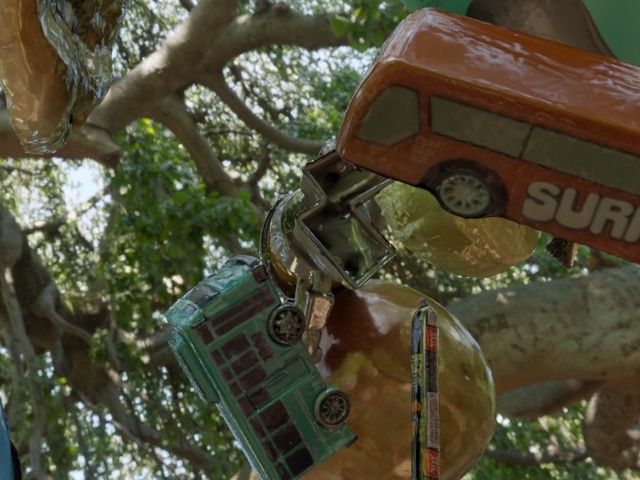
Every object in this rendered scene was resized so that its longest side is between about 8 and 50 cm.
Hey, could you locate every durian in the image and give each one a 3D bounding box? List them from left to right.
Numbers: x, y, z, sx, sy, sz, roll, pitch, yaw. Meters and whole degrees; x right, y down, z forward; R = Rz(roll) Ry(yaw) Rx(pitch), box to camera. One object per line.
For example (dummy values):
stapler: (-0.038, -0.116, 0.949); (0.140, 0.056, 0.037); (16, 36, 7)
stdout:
durian: (0.431, 0.010, 1.127); (0.066, 0.052, 0.130); (-25, -35, -2)

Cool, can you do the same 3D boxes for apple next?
apple: (0.085, 0.224, 0.973); (0.305, 0.338, 0.338); (26, -58, -20)

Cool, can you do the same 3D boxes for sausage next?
sausage: (0.089, 0.142, 0.556); (0.025, 0.198, 0.028); (-11, -26, 31)

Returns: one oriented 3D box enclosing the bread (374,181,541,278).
bread: (0.236, -0.090, 1.115); (0.321, 0.320, 0.237); (-2, -9, -36)

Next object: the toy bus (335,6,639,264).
toy bus: (0.212, -0.029, 0.369); (0.092, 0.409, 0.093); (99, -166, -46)

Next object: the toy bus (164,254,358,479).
toy bus: (-0.049, 0.098, 0.496); (0.092, 0.160, 0.079); (-31, 14, -20)

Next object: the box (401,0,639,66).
box: (0.222, -0.214, 0.588); (0.311, 0.118, 0.205); (39, -26, -27)

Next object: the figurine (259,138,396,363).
figurine: (-0.001, -0.004, 0.841); (0.143, 0.308, 0.308); (29, -56, -8)

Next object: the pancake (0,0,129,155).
pancake: (-0.228, -0.257, 0.620); (0.082, 0.386, 0.386); (13, -45, -8)

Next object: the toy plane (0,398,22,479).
toy plane: (-0.200, 0.200, 0.366); (0.078, 0.246, 0.169); (2, -18, -45)
